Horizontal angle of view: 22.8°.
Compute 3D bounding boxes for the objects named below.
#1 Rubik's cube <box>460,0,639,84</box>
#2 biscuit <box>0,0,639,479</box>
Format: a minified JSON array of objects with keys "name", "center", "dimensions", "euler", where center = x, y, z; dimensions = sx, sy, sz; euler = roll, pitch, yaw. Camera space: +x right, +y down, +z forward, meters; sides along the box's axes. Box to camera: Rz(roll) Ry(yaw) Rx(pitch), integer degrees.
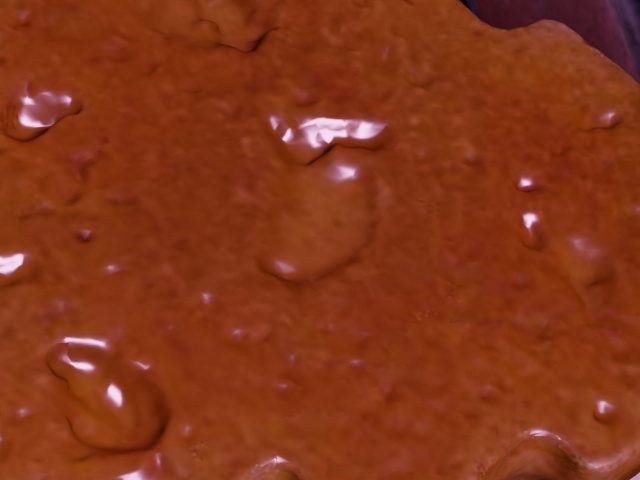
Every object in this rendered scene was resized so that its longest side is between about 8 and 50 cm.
[{"name":"Rubik's cube","center":[0.310,-0.035,0.534],"dimensions":[0.358,0.363,0.362],"euler":[-26,105,-18]},{"name":"biscuit","center":[0.000,0.001,0.458],"dimensions":[0.301,0.043,0.278],"euler":[10,55,-8]}]
